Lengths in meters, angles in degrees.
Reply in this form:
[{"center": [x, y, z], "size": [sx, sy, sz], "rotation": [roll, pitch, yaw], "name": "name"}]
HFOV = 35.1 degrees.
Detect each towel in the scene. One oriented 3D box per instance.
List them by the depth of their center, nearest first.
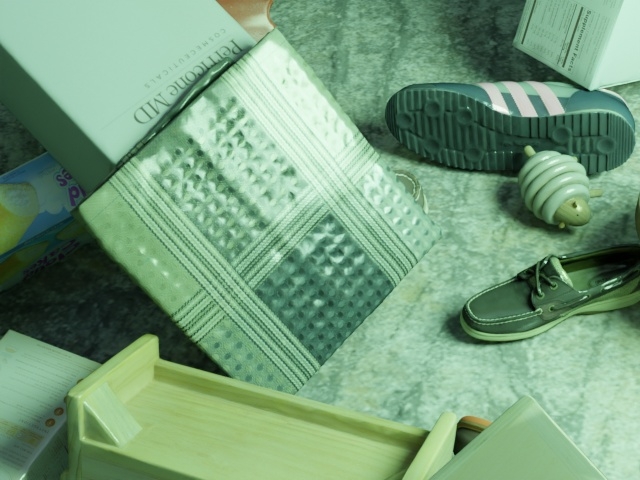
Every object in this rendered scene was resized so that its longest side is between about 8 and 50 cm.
[{"center": [-0.059, -0.022, 1.105], "size": [0.312, 0.324, 0.056], "rotation": [-45, 18, -18], "name": "towel"}]

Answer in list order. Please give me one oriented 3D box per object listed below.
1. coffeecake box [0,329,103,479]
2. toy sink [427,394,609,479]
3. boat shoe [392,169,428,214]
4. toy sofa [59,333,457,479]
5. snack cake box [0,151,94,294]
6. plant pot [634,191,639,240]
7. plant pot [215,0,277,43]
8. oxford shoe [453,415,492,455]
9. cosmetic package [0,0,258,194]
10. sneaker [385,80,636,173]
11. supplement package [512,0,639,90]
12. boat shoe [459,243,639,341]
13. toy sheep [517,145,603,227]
[{"center": [-0.328, 0.201, 1.086], "size": [0.142, 0.068, 0.185], "rotation": [16, 50, 23], "name": "coffeecake box"}, {"center": [0.142, 0.268, 0.791], "size": [0.234, 0.153, 0.131], "rotation": [-42, 36, 3], "name": "toy sink"}, {"center": [0.000, 0.000, 1.209], "size": [0.324, 0.096, 0.116], "rotation": [-32, 50, -21], "name": "boat shoe"}, {"center": [-0.060, 0.231, 0.980], "size": [0.362, 0.177, 0.150], "rotation": [11, 24, 20], "name": "toy sofa"}, {"center": [-0.339, -0.034, 1.249], "size": [0.264, 0.152, 0.089], "rotation": [-33, 80, -21], "name": "snack cake box"}, {"center": [0.458, 0.011, 1.108], "size": [0.237, 0.109, 0.237], "rotation": [0, 46, 0], "name": "plant pot"}, {"center": [-0.204, -0.288, 1.430], "size": [0.265, 0.272, 0.272], "rotation": [-9, 45, -10], "name": "plant pot"}, {"center": [0.195, 0.269, 0.918], "size": [0.098, 0.097, 0.271], "rotation": [-33, 50, -14], "name": "oxford shoe"}, {"center": [-0.307, -0.277, 1.179], "size": [0.453, 0.161, 0.230], "rotation": [45, 67, 6], "name": "cosmetic package"}, {"center": [0.249, -0.161, 1.337], "size": [0.319, 0.112, 0.131], "rotation": [10, 33, 11], "name": "sneaker"}, {"center": [0.418, -0.333, 1.340], "size": [0.262, 0.204, 0.145], "rotation": [-15, 42, -36], "name": "supplement package"}, {"center": [0.263, 0.049, 1.134], "size": [0.223, 0.073, 0.080], "rotation": [-13, 43, -5], "name": "boat shoe"}, {"center": [0.287, -0.067, 1.240], "size": [0.091, 0.091, 0.132], "rotation": [-22, 52, -12], "name": "toy sheep"}]
